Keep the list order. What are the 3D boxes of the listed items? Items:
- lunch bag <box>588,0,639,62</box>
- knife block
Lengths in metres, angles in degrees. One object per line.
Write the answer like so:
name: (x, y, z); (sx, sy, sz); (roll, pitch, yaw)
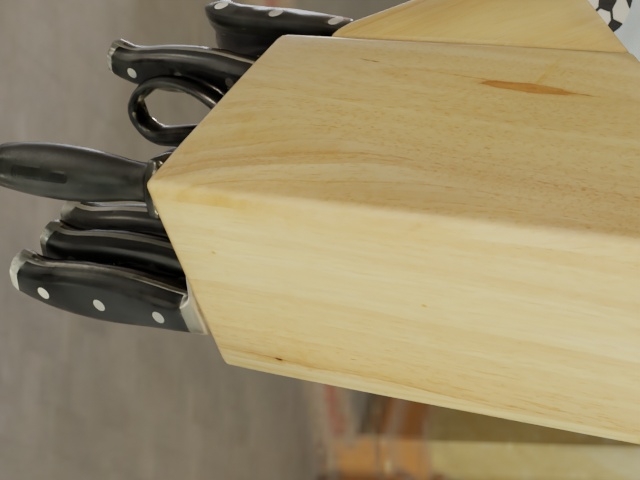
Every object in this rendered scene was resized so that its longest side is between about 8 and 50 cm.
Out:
lunch bag: (0.192, -0.195, 0.799); (0.243, 0.115, 0.304); (9, -90, 63)
knife block: (0.000, 0.000, 0.598); (0.276, 0.242, 0.088); (-112, 180, -56)
